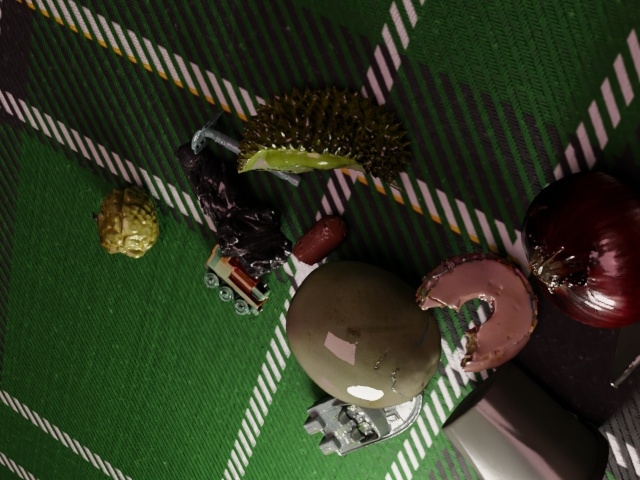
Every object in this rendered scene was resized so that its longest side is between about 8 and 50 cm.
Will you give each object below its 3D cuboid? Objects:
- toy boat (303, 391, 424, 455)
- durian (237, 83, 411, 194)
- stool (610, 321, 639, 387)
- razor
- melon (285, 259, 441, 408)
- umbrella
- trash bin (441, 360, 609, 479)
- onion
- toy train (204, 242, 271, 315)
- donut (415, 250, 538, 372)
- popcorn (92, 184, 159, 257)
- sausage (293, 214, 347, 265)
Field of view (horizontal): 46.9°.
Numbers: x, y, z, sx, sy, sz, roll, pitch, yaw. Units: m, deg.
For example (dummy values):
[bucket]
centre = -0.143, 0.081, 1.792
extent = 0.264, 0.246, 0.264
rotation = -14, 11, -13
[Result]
[toy boat]
centre = 0.106, 0.391, 1.659
extent = 0.319, 0.092, 0.141
rotation = -31, 98, 35
[durian]
centre = -0.001, -0.195, 1.420
extent = 0.351, 0.158, 0.169
rotation = 5, 149, 15
[stool]
centre = 0.626, 0.181, 1.168
extent = 0.243, 0.269, 0.170
rotation = 36, 124, 8
[razor]
centre = -0.142, -0.180, 1.534
extent = 0.232, 0.106, 0.068
rotation = 28, 125, 0
[melon]
centre = 0.089, 0.191, 1.468
extent = 0.330, 0.268, 0.268
rotation = 34, 126, -5
[umbrella]
centre = -0.181, -0.084, 1.577
extent = 0.337, 0.154, 0.128
rotation = 63, 159, 12
[trash bin]
centre = 0.389, 0.393, 1.438
extent = 0.250, 0.219, 0.220
rotation = 46, 124, 10
[onion]
centre = 0.472, 0.003, 1.211
extent = 0.273, 0.285, 0.273
rotation = 59, 166, 25
[toy train]
centre = -0.187, 0.088, 1.686
extent = 0.176, 0.074, 0.118
rotation = 42, 122, 7
[donut]
centre = 0.301, 0.121, 1.391
extent = 0.199, 0.085, 0.233
rotation = -32, 100, 4
[popcorn]
centre = -0.456, -0.045, 1.728
extent = 0.173, 0.142, 0.174
rotation = 41, 144, 38
[sausage]
centre = 0.000, 0.000, 1.539
extent = 0.076, 0.076, 0.141
rotation = 47, 123, 1
